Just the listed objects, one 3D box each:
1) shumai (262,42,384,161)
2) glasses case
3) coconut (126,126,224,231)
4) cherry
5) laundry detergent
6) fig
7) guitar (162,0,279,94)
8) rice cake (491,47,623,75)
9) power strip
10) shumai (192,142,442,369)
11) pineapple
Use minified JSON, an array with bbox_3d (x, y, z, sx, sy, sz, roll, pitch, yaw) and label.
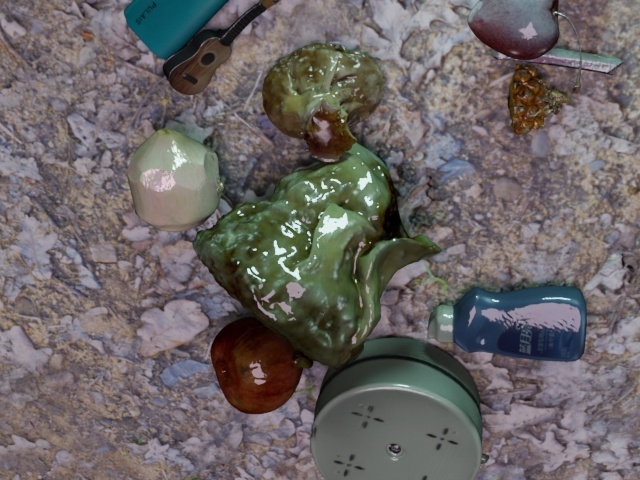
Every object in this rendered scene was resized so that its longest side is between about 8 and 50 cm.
[{"bbox_3d":[-0.002,-0.229,1.473,0.209,0.153,0.161,-1,126,9],"label":"shumai"},{"bbox_3d":[-0.190,-0.430,1.440,0.117,0.070,0.301,44,119,-14],"label":"glasses case"},{"bbox_3d":[-0.258,-0.115,1.578,0.171,0.171,0.183,6,123,7],"label":"coconut"},{"bbox_3d":[0.304,-0.311,1.359,0.148,0.115,0.188,0,89,-13],"label":"cherry"},{"bbox_3d":[0.342,0.155,1.651,0.289,0.094,0.143,-1,123,11],"label":"laundry detergent"},{"bbox_3d":[-0.111,0.241,1.743,0.205,0.205,0.205,5,120,8],"label":"fig"},{"bbox_3d":[-0.153,-0.349,1.483,0.271,0.038,0.084,-39,150,19],"label":"guitar"},{"bbox_3d":[0.379,-0.294,1.426,0.207,0.033,0.033,10,111,4],"label":"rice cake"},{"bbox_3d":[0.163,0.373,1.772,0.357,0.161,0.357,4,120,7],"label":"power strip"},{"bbox_3d":[0.000,0.000,1.533,0.395,0.395,0.348,36,93,-10],"label":"shumai"},{"bbox_3d":[0.353,-0.227,1.457,0.114,0.077,0.114,3,87,-13],"label":"pineapple"}]
